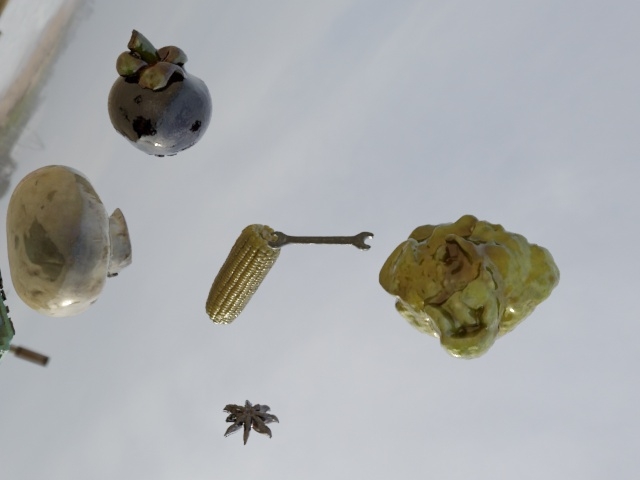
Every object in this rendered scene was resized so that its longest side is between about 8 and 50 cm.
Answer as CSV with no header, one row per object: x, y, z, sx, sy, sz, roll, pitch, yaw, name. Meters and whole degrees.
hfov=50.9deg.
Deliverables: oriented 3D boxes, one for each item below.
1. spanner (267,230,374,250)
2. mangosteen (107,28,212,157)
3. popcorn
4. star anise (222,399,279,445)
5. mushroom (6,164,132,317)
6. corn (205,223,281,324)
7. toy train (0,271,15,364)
0.000,0.000,1.599,0.015,0.254,0.054,85,6,-58,spanner
-0.291,-0.266,1.205,0.194,0.194,0.230,-117,-159,-59,mangosteen
0.309,0.102,1.447,0.292,0.293,0.334,-63,-157,-5,popcorn
-0.160,0.405,1.532,0.141,0.141,0.042,-116,-148,-59,star anise
-0.397,-0.001,1.054,0.255,0.184,0.255,166,-90,-71,mushroom
-0.224,0.098,1.892,0.344,0.131,0.131,-55,-154,31,corn
-0.483,0.069,0.823,0.330,0.138,0.178,55,-50,33,toy train
